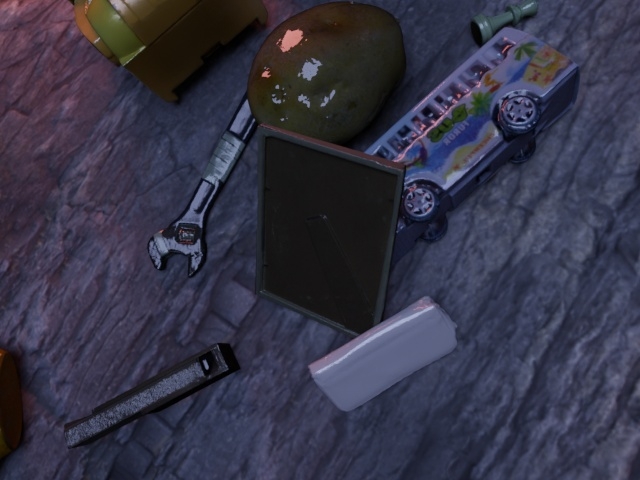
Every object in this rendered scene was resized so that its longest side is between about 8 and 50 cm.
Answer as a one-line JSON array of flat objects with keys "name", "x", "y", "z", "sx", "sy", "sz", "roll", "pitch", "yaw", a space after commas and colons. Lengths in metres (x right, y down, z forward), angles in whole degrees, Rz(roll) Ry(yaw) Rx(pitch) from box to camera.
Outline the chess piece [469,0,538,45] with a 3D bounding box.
[{"name": "chess piece", "x": 0.254, "y": -0.304, "z": 0.785, "sx": 0.093, "sy": 0.042, "sz": 0.042, "roll": -25, "pitch": 76, "yaw": 3}]

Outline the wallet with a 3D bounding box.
[{"name": "wallet", "x": 0.083, "y": 0.144, "z": 0.725, "sx": 0.190, "sy": 0.095, "sz": 0.033, "roll": -31, "pitch": 33, "yaw": 5}]

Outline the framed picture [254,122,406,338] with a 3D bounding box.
[{"name": "framed picture", "x": 0.000, "y": 0.000, "z": 0.706, "sx": 0.189, "sy": 0.023, "sz": 0.260, "roll": 19, "pitch": 128, "yaw": 21}]

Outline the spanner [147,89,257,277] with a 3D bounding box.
[{"name": "spanner", "x": -0.152, "y": -0.090, "z": 0.852, "sx": 0.087, "sy": 0.024, "sz": 0.316, "roll": 27, "pitch": 86, "yaw": 14}]

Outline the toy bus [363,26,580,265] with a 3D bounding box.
[{"name": "toy bus", "x": 0.167, "y": -0.117, "z": 0.741, "sx": 0.329, "sy": 0.109, "sz": 0.136, "roll": -42, "pitch": 66, "yaw": 4}]

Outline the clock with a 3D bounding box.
[{"name": "clock", "x": -0.262, "y": -0.399, "z": 0.850, "sx": 0.244, "sy": 0.200, "sz": 0.317, "roll": -39, "pitch": 66, "yaw": 0}]

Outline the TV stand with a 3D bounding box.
[{"name": "TV stand", "x": -0.235, "y": 0.218, "z": 0.802, "sx": 0.256, "sy": 0.049, "sz": 0.040, "roll": -29, "pitch": 74, "yaw": 7}]

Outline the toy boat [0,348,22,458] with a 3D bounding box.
[{"name": "toy boat", "x": -0.491, "y": 0.249, "z": 0.834, "sx": 0.088, "sy": 0.089, "sz": 0.230, "roll": -9, "pitch": 82, "yaw": -3}]

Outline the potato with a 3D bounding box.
[{"name": "potato", "x": 0.010, "y": -0.223, "z": 0.772, "sx": 0.235, "sy": 0.160, "sz": 0.178, "roll": -34, "pitch": 99, "yaw": -7}]
